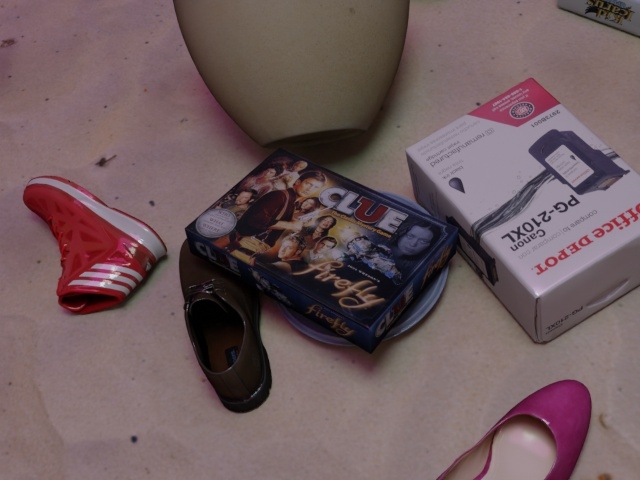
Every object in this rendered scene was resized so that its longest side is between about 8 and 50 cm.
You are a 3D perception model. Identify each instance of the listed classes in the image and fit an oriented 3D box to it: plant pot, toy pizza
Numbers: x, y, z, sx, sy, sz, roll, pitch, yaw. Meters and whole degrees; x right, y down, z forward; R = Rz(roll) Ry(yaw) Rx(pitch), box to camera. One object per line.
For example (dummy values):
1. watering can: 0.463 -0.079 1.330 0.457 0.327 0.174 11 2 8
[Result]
1. plant pot: -0.021 -0.215 0.958 0.284 0.284 0.190 -9 91 9
2. toy pizza: 0.043 0.030 0.890 0.201 0.032 0.201 -6 57 10

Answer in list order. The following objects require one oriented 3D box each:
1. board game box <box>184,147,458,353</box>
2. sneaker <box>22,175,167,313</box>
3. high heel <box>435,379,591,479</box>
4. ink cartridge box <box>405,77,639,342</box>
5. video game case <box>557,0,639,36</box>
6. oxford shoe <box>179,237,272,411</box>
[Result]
1. board game box: 0.000 0.000 0.851 0.243 0.042 0.165 26 53 27
2. sneaker: -0.307 0.007 0.964 0.221 0.087 0.128 21 63 27
3. high heel: 0.154 0.197 0.694 0.244 0.117 0.082 -38 56 -12
4. ink cartridge box: 0.228 -0.038 0.845 0.172 0.100 0.237 -30 54 -6
5. video game case: 0.486 -0.364 1.024 0.244 0.061 0.269 34 70 30
6. oxford shoe: -0.112 0.066 0.867 0.083 0.096 0.227 -26 52 -1
